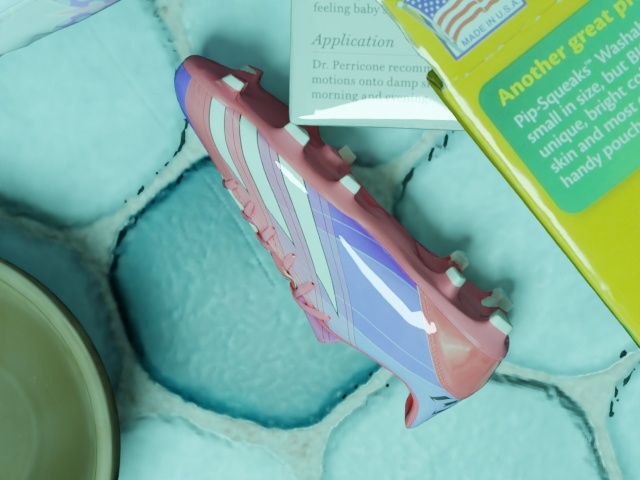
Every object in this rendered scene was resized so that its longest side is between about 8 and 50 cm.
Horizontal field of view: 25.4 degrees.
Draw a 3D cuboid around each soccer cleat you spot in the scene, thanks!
[{"bbox_3d":[0.000,0.000,0.796,0.248,0.083,0.095,42,106,-4],"label":"soccer cleat"}]

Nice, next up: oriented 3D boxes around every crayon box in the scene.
[{"bbox_3d":[0.194,-0.048,0.616,0.203,0.083,0.323,-38,99,6],"label":"crayon box"}]

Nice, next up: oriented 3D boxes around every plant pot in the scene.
[{"bbox_3d":[-0.226,0.117,0.813,0.237,0.110,0.237,0,88,3],"label":"plant pot"}]

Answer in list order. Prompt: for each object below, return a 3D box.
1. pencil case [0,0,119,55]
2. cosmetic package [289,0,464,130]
[{"bbox_3d":[-0.144,-0.163,0.739,0.273,0.113,0.124,-22,55,23],"label":"pencil case"},{"bbox_3d":[0.089,-0.239,0.704,0.197,0.155,0.365,4,99,5],"label":"cosmetic package"}]
